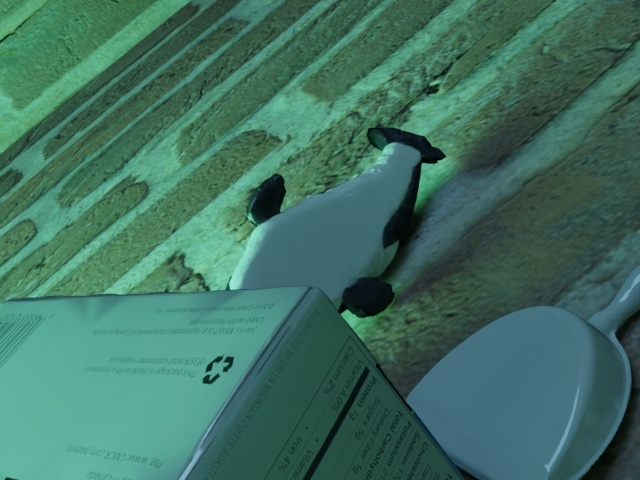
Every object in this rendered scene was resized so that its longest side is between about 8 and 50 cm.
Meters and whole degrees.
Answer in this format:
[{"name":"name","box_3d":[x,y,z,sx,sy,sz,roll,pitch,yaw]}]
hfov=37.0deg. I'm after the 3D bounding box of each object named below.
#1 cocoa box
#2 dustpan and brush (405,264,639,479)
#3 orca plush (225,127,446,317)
[{"name":"cocoa box","box_3d":[-0.109,0.187,0.570,0.347,0.228,0.231,-6,40,47]},{"name":"dustpan and brush","box_3d":[0.162,0.074,0.628,0.211,0.060,0.147,-51,30,-11]},{"name":"orca plush","box_3d":[0.000,0.000,0.884,0.102,0.151,0.287,-55,7,52]}]
